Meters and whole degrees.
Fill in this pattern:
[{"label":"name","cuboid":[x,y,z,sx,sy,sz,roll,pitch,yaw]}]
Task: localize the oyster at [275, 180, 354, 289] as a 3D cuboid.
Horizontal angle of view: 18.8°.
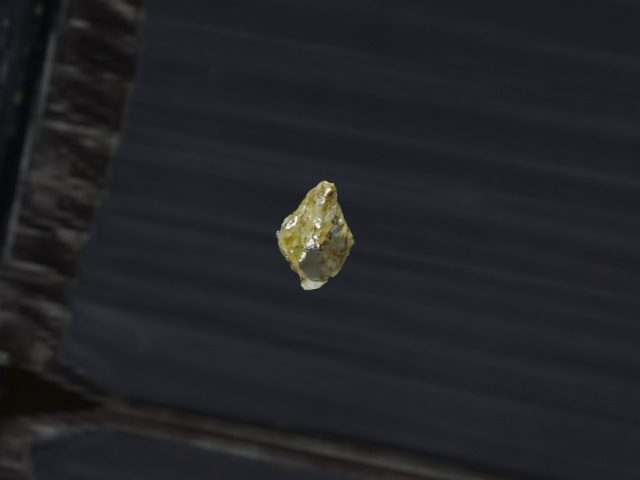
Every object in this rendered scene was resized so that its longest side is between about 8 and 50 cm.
[{"label":"oyster","cuboid":[-0.003,0.001,1.382,0.034,0.051,0.093,-118,7,-46]}]
